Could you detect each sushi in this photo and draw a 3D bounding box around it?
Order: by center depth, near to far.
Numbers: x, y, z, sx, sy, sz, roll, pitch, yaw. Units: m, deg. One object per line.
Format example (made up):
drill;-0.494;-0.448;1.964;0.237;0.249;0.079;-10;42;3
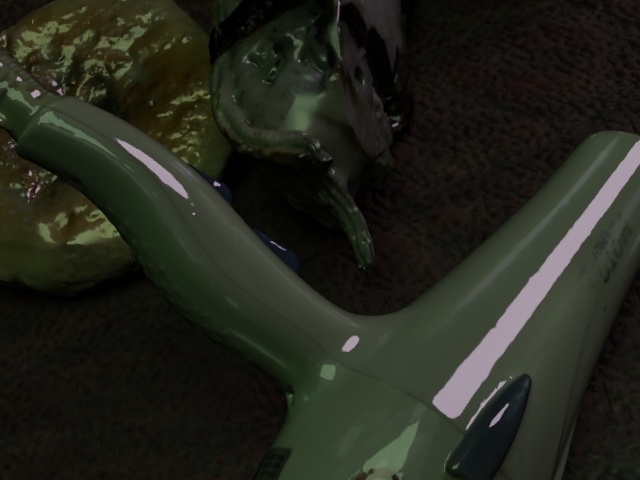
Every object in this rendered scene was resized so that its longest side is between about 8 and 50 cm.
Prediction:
sushi;-0.012;-0.106;0.566;0.109;0.134;0.273;-8;70;27

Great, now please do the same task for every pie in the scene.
pie;-0.134;-0.068;0.605;0.185;0.052;0.218;-1;60;9

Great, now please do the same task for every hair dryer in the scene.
hair dryer;0.039;0.003;0.436;0.295;0.119;0.298;-25;86;-27
